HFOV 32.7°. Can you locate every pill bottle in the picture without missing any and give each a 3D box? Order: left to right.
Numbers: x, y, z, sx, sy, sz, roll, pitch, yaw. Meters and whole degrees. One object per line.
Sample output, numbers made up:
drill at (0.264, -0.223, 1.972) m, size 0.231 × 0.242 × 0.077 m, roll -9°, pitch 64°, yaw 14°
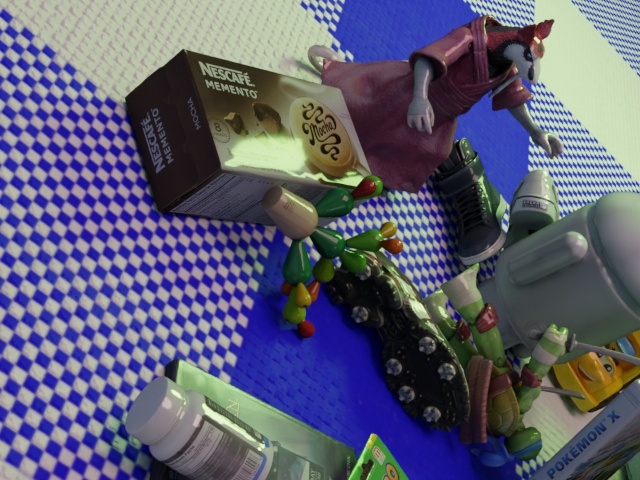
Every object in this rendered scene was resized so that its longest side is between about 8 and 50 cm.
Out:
pill bottle at (-0.120, 0.197, 1.083) m, size 0.137 × 0.078 × 0.078 m, roll 39°, pitch 38°, yaw -23°

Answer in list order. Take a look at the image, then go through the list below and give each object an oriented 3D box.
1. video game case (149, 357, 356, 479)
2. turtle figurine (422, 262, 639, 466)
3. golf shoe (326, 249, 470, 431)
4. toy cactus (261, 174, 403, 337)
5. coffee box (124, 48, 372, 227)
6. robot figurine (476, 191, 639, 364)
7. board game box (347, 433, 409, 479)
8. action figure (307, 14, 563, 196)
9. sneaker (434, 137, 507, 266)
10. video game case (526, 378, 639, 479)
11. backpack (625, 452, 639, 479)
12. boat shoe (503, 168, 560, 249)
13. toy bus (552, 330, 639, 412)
video game case at (-0.065, 0.266, 1.185) m, size 0.274 × 0.026 × 0.196 m, roll 34°, pitch 40°, yaw -31°
turtle figurine at (0.274, 0.157, 1.546) m, size 0.266 × 0.275 × 0.198 m, roll 56°, pitch 0°, yaw 7°
golf shoe at (0.126, 0.123, 1.469) m, size 0.273 × 0.105 × 0.120 m, roll 58°, pitch 27°, yaw 1°
toy cactus at (0.000, 0.000, 1.340) m, size 0.180 × 0.219 × 0.112 m, roll 39°, pitch -2°, yaw -38°
coffee box at (-0.082, -0.120, 1.391) m, size 0.297 × 0.119 × 0.168 m, roll 6°, pitch 59°, yaw -49°
robot figurine at (0.406, 0.056, 1.636) m, size 0.300 × 0.353 × 0.199 m, roll 16°, pitch 51°, yaw -47°
board game box at (0.106, 0.362, 1.283) m, size 0.259 × 0.039 × 0.124 m, roll 58°, pitch 30°, yaw -12°
action figure at (0.186, -0.226, 1.584) m, size 0.248 × 0.370 × 0.275 m, roll 22°, pitch 46°, yaw -41°
sneaker at (0.228, -0.067, 1.746) m, size 0.163 × 0.086 × 0.226 m, roll 57°, pitch 23°, yaw -19°
video game case at (0.412, 0.277, 1.522) m, size 0.329 × 0.300 × 0.036 m, roll -4°, pitch 49°, yaw -52°
backpack at (0.604, 0.362, 1.755) m, size 0.191 × 0.225 × 0.253 m, roll 36°, pitch 35°, yaw -36°
boat shoe at (0.354, -0.037, 1.781) m, size 0.258 × 0.095 × 0.084 m, roll 80°, pitch 22°, yaw -70°
toy bus at (0.507, 0.168, 1.803) m, size 0.220 × 0.211 × 0.149 m, roll -22°, pitch 83°, yaw -54°
